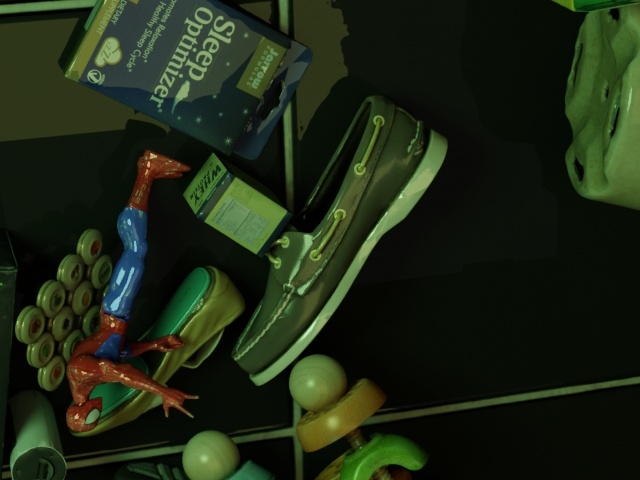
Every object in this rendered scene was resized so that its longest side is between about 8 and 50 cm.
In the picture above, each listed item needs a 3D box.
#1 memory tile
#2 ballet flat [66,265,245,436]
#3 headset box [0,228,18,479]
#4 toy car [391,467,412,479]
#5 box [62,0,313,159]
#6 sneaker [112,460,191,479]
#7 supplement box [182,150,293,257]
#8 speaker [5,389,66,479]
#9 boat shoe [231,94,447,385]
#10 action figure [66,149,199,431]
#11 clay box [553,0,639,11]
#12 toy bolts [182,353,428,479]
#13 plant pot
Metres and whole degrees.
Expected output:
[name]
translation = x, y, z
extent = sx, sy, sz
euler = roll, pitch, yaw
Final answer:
[memory tile]
translation = -0.247, 0.069, 1.485
extent = 0.148, 0.012, 0.113
euler = -58, 151, -36
[ballet flat]
translation = -0.166, 0.130, 1.564
extent = 0.232, 0.080, 0.073
euler = -46, 127, 4
[headset box]
translation = -0.428, 0.116, 1.449
extent = 0.246, 0.131, 0.283
euler = 3, 108, -18
[toy car]
translation = 0.067, 0.340, 1.683
extent = 0.136, 0.159, 0.182
euler = 32, 100, 11
[box]
translation = -0.125, -0.177, 1.486
extent = 0.225, 0.036, 0.136
euler = 25, 101, -24
[sneaker]
translation = -0.140, 0.333, 1.639
extent = 0.229, 0.086, 0.132
euler = 21, 105, -23
[supplement box]
translation = -0.085, -0.037, 1.520
extent = 0.083, 0.083, 0.056
euler = 33, 97, -24
[speaker]
translation = -0.292, 0.204, 1.518
extent = 0.055, 0.136, 0.055
euler = -5, 111, -14
[boat shoe]
translation = 0.000, 0.000, 1.546
extent = 0.097, 0.116, 0.324
euler = 35, 96, -16
[action figure]
translation = -0.163, 0.067, 1.478
extent = 0.139, 0.091, 0.280
euler = 22, 82, -9
[clay box]
translation = 0.271, -0.274, 1.463
extent = 0.128, 0.222, 0.053
euler = -12, 112, -12
[toy bolts]
translation = -0.032, 0.226, 1.584
extent = 0.228, 0.218, 0.158
euler = -36, 92, -6
[plant pot]
translation = 0.425, -0.138, 1.529
extent = 0.306, 0.334, 0.333
euler = 6, 108, -7
